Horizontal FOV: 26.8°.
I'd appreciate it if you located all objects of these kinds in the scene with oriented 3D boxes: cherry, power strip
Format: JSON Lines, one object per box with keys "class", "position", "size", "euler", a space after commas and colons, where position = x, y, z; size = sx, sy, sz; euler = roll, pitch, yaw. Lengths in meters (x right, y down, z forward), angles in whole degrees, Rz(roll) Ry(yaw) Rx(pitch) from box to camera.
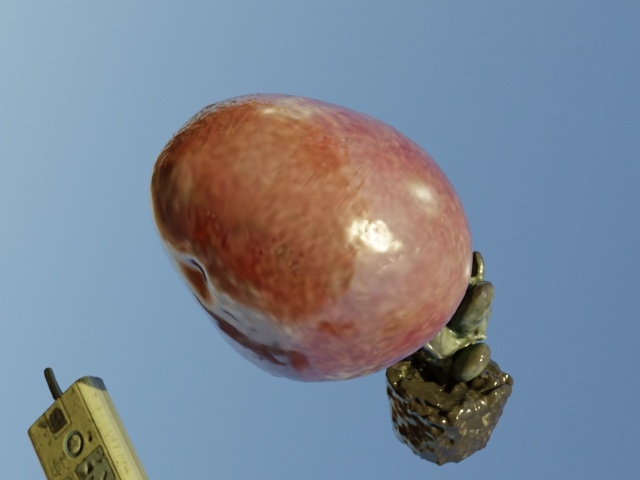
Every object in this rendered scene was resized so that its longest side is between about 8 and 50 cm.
{"class": "cherry", "position": [0.000, 0.000, 1.034], "size": [0.236, 0.285, 0.213], "euler": [-23, -145, 49]}
{"class": "power strip", "position": [-0.195, 0.219, 1.192], "size": [0.092, 0.034, 0.268], "euler": [-44, -122, 21]}

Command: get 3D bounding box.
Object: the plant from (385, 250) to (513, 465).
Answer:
{"class": "plant", "position": [0.167, 0.142, 1.694], "size": [0.146, 0.149, 0.275], "euler": [23, -54, 33]}
